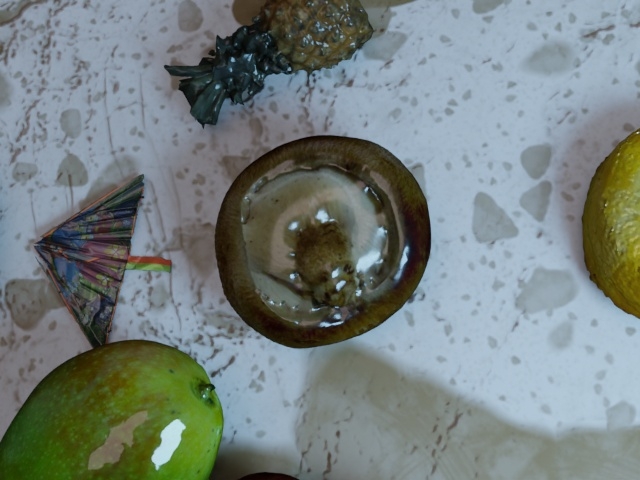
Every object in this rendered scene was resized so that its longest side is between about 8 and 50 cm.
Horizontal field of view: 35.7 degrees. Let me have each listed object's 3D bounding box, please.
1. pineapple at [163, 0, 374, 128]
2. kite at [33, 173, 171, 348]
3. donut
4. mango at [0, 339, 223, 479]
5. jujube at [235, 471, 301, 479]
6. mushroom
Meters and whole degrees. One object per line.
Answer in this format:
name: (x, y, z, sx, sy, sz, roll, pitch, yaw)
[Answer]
pineapple: (-0.063, -0.232, 1.211, 0.248, 0.128, 0.128, -30, 76, 6)
kite: (-0.275, 0.031, 1.242, 0.183, 0.014, 0.241, 5, 80, 7)
donut: (0.410, -0.023, 1.099, 0.253, 0.118, 0.253, -3, 63, 7)
mango: (-0.263, 0.269, 1.100, 0.225, 0.201, 0.382, 45, 101, 22)
jujube: (-0.096, 0.357, 1.062, 0.255, 0.190, 0.190, -30, 75, 19)
mushroom: (0.000, 0.000, 1.132, 0.253, 0.153, 0.253, -1, 81, 9)
